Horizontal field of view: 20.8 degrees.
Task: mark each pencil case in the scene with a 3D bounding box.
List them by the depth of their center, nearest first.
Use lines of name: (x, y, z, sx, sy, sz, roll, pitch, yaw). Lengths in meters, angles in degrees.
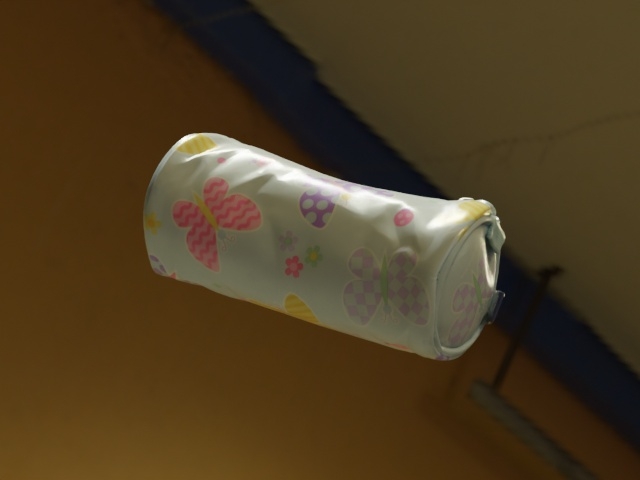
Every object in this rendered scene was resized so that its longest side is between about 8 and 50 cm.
pencil case: (0.000, 0.000, 1.311, 0.273, 0.124, 0.113, 15, -6, 26)
